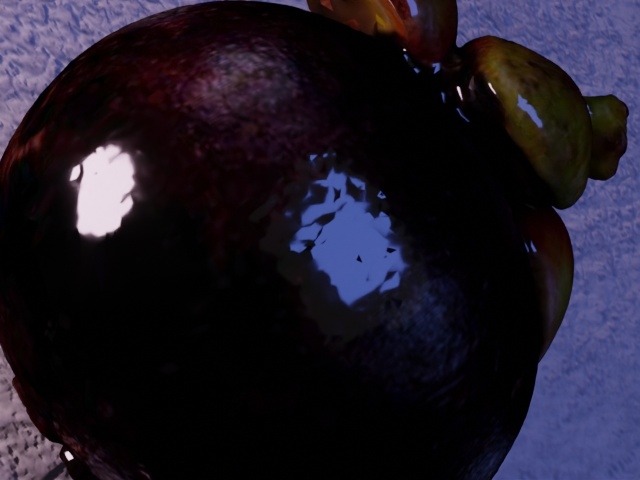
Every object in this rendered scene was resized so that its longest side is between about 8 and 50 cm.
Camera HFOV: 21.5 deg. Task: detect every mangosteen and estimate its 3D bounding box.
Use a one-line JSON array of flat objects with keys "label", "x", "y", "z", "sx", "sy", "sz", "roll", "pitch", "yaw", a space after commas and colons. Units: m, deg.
[{"label": "mangosteen", "x": 0.000, "y": 0.000, "z": 1.092, "sx": 0.382, "sy": 0.435, "sz": 0.382, "roll": 50, "pitch": 1, "yaw": -1}]
